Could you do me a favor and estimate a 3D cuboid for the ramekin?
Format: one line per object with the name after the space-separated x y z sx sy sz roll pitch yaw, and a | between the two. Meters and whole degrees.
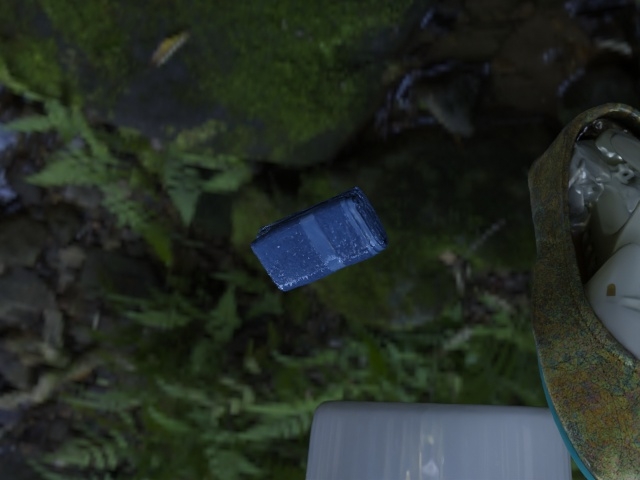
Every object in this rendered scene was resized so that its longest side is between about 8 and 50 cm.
0.116 0.226 1.490 0.277 0.135 0.277 2 174 0 | ramekin

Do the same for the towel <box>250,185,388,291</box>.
0.000 0.000 1.415 0.119 0.029 0.067 -24 107 24 | towel

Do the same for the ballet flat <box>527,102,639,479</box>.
0.205 0.021 1.028 0.123 0.348 0.123 1 127 1 | ballet flat
